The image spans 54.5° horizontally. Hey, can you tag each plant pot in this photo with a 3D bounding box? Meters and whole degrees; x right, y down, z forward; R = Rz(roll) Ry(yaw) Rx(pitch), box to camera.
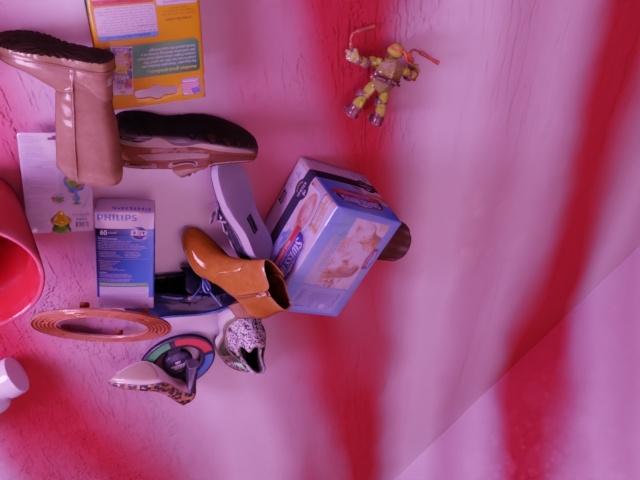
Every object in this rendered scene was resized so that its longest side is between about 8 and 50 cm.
[{"bbox_3d":[-0.698,0.004,1.229,0.274,0.243,0.275,-14,133,-16],"label":"plant pot"},{"bbox_3d":[0.170,-0.011,1.810,0.165,0.167,0.167,15,120,-47],"label":"plant pot"}]

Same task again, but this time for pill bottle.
[{"bbox_3d":[-0.875,0.398,1.565,0.245,0.136,0.136,-29,137,-5],"label":"pill bottle"}]

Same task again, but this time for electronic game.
[{"bbox_3d":[-0.429,0.365,1.867,0.229,0.048,0.229,-16,134,-17],"label":"electronic game"}]

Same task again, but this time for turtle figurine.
[{"bbox_3d":[0.161,-0.388,1.508,0.269,0.087,0.217,4,126,-34],"label":"turtle figurine"}]

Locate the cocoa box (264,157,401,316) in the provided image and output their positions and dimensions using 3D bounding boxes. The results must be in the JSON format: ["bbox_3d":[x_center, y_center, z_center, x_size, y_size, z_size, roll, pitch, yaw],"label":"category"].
[{"bbox_3d":[0.000,0.000,1.658,0.231,0.228,0.347,12,121,-38],"label":"cocoa box"}]

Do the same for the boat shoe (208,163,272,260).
[{"bbox_3d":[-0.218,-0.073,1.550,0.113,0.104,0.306,-61,141,-36],"label":"boat shoe"}]

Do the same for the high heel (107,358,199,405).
[{"bbox_3d":[-0.485,0.438,1.810,0.261,0.093,0.186,-3,129,-25],"label":"high heel"}]

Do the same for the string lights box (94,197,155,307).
[{"bbox_3d":[-0.461,0.034,1.473,0.133,0.077,0.260,2,117,-14],"label":"string lights box"}]

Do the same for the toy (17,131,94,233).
[{"bbox_3d":[-0.562,-0.128,1.330,0.136,0.056,0.237,-4,121,-21],"label":"toy"}]

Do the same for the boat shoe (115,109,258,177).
[{"bbox_3d":[-0.305,-0.207,1.384,0.323,0.123,0.120,3,132,-23],"label":"boat shoe"}]

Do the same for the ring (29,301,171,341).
[{"bbox_3d":[-0.544,0.207,1.555,0.336,0.032,0.337,-2,159,-1],"label":"ring"}]

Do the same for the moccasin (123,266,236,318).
[{"bbox_3d":[-0.348,0.131,1.640,0.341,0.138,0.117,-13,129,-22],"label":"moccasin"}]

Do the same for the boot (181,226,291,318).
[{"bbox_3d":[-0.202,0.066,1.547,0.211,0.295,0.104,-23,-164,46],"label":"boot"}]

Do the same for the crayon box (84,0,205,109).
[{"bbox_3d":[-0.336,-0.422,1.183,0.203,0.083,0.323,-13,133,-20],"label":"crayon box"}]

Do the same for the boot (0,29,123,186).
[{"bbox_3d":[-0.500,-0.244,1.192,0.236,0.089,0.270,15,129,1],"label":"boot"}]

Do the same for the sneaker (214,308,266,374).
[{"bbox_3d":[-0.223,0.332,1.834,0.157,0.182,0.410,-17,150,-13],"label":"sneaker"}]
